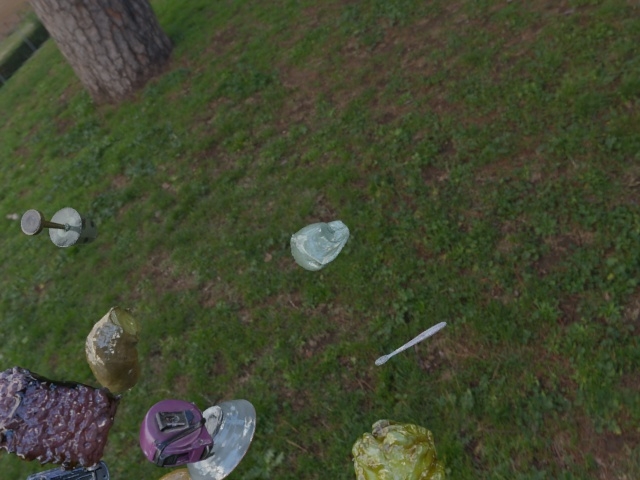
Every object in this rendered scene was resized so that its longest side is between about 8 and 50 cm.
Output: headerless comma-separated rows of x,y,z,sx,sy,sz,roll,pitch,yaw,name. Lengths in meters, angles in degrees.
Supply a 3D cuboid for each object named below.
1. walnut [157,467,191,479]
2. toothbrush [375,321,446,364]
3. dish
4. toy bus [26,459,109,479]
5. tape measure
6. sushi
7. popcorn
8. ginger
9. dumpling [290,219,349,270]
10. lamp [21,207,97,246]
-0.522,0.931,1.865,0.206,0.159,0.159,-8,35,-22,walnut
0.337,0.384,1.880,0.307,0.029,0.025,-30,82,-2,toothbrush
-0.307,0.555,1.443,0.260,0.085,0.260,-31,29,20,dish
-0.562,0.538,1.126,0.167,0.073,0.076,-8,5,-22,toy bus
-0.265,0.352,0.929,0.118,0.125,0.074,49,125,40,tape measure
-0.580,0.373,1.075,0.236,0.270,0.171,-19,50,55,sushi
0.260,0.704,1.547,0.321,0.290,0.325,1,4,-21,popcorn
-0.555,0.308,1.366,0.152,0.267,0.138,-7,29,-38,ginger
-0.013,-0.002,1.264,0.219,0.108,0.153,24,85,57,dumpling
-0.765,-0.041,1.485,0.121,0.214,0.121,-2,84,19,lamp
